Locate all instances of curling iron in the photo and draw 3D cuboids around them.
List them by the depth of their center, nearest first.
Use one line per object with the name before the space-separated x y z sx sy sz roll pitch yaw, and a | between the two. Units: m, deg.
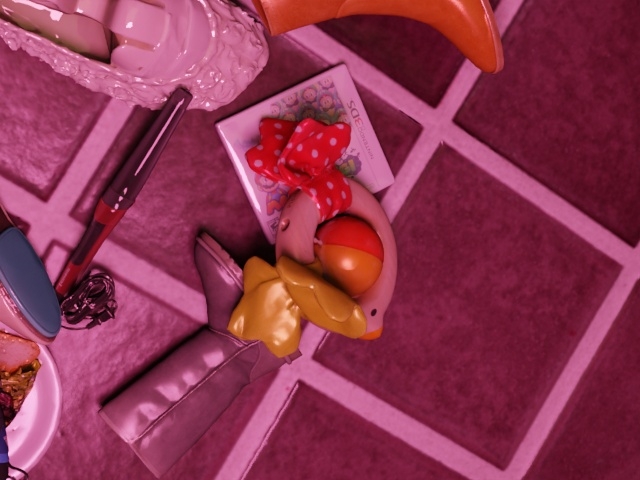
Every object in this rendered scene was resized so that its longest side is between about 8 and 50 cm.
curling iron | -0.194 -0.029 1.168 0.068 0.035 0.274 25 101 -10

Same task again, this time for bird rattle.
bird rattle | 0.000 0.000 1.197 0.207 0.143 0.254 30 53 -43

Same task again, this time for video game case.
video game case | -0.015 -0.093 1.249 0.157 0.019 0.143 -27 103 -12

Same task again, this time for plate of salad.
plate of salad | -0.358 0.165 1.160 0.199 0.048 0.200 -2 98 -17

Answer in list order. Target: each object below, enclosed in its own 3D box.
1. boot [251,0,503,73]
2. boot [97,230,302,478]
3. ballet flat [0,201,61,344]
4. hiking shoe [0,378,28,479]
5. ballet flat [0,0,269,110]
boot | 0.042 -0.260 1.213 0.211 0.104 0.295 -32 100 -6
boot | -0.144 0.119 1.216 0.208 0.076 0.190 -34 103 -4
ballet flat | -0.337 -0.003 1.137 0.086 0.086 0.248 -26 101 -13
hiking shoe | -0.436 0.206 1.075 0.304 0.113 0.132 -14 90 3
ballet flat | -0.234 -0.221 1.108 0.408 0.147 0.147 17 92 -19
